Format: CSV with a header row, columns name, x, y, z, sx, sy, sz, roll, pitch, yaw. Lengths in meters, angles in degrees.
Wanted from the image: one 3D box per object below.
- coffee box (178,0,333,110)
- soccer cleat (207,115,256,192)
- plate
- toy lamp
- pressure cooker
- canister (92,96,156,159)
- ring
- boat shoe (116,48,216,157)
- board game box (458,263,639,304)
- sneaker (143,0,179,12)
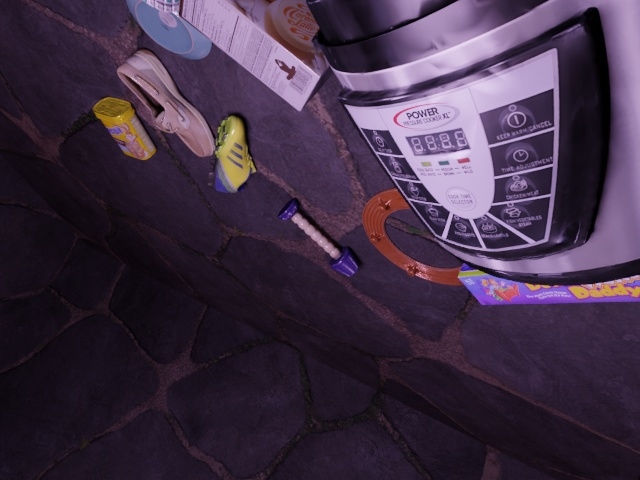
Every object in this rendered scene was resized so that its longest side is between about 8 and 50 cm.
name,x,y,z,sx,sy,sz,roll,pitch,yaw
coffee box,-0.080,-0.351,0.704,0.246,0.141,0.098,38,152,-6
soccer cleat,-0.220,-0.219,1.140,0.121,0.093,0.289,8,152,-17
plate,-0.311,-0.437,0.890,0.188,0.024,0.188,21,160,8
toy lamp,0.000,0.000,1.240,0.275,0.080,0.080,41,151,-15
pressure cooker,0.190,-0.211,0.416,0.370,0.375,0.420,-31,122,11
canister,-0.583,-0.333,1.321,0.126,0.073,0.170,20,151,24
ring,0.249,0.006,1.044,0.337,0.032,0.336,25,152,14
boat shoe,-0.382,-0.320,1.105,0.109,0.098,0.302,8,143,39
board game box,0.397,-0.026,0.626,0.078,0.233,0.347,45,150,-21
sneaker,-0.255,-0.431,0.750,0.076,0.166,0.065,34,125,25
